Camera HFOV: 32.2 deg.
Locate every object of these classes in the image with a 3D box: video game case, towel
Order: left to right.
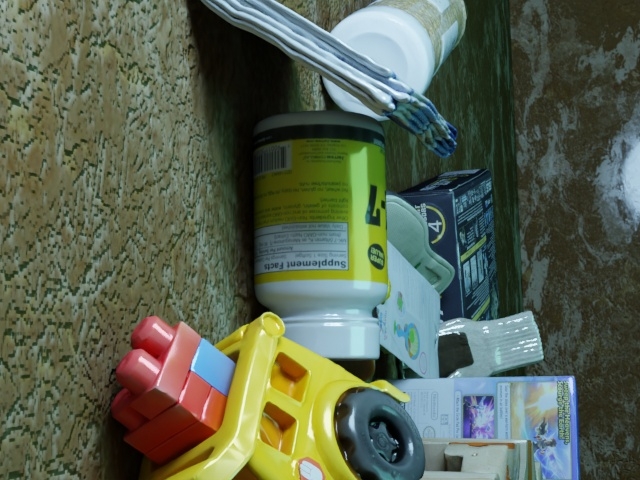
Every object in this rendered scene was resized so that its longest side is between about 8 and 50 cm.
[{"bbox_3d":[0.014,-0.147,0.957,0.034,0.209,0.285,-58,165,6],"label":"towel"},{"bbox_3d":[0.183,0.298,1.314,0.061,0.244,0.270,51,39,-64],"label":"video game case"}]

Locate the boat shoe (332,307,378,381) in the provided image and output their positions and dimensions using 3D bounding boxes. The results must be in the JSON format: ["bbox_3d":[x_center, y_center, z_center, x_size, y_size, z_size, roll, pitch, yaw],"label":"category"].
[{"bbox_3d":[0.020,0.052,1.120,0.073,0.073,0.207,-78,165,-46],"label":"boat shoe"}]

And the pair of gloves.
[{"bbox_3d":[0.212,0.224,1.506,0.042,0.204,0.240,143,-59,-89],"label":"pair of gloves"}]

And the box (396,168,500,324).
[{"bbox_3d":[0.210,0.061,1.723,0.395,0.097,0.318,-29,113,-72],"label":"box"}]

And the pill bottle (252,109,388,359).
[{"bbox_3d":[0.000,0.000,0.969,0.119,0.119,0.209,21,67,-72],"label":"pill bottle"}]

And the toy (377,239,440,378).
[{"bbox_3d":[0.088,0.090,1.365,0.237,0.056,0.137,47,42,-57],"label":"toy"}]

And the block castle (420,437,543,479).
[{"bbox_3d":[0.084,0.336,1.037,0.453,0.212,0.303,29,61,-71],"label":"block castle"}]

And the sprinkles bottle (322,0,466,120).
[{"bbox_3d":[0.098,-0.243,1.348,0.355,0.121,0.121,-54,139,-66],"label":"sprinkles bottle"}]

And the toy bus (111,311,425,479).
[{"bbox_3d":[-0.055,0.154,0.705,0.211,0.149,0.220,40,37,-24],"label":"toy bus"}]

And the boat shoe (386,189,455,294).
[{"bbox_3d":[0.098,0.000,1.423,0.079,0.084,0.233,52,2,36],"label":"boat shoe"}]
